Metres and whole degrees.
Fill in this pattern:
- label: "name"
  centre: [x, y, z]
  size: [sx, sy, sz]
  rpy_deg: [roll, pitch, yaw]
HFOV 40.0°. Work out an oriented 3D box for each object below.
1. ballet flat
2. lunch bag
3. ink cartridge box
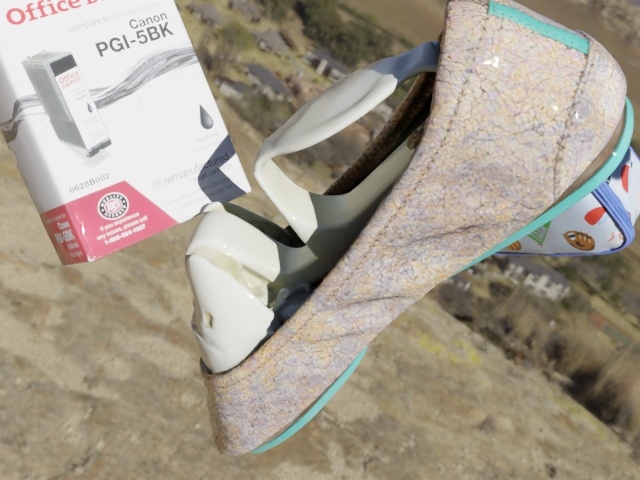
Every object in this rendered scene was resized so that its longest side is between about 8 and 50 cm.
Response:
- label: "ballet flat"
  centre: [0.000, 0.000, 0.427]
  size: [0.106, 0.316, 0.108]
  rpy_deg: [30, 37, -19]
- label: "lunch bag"
  centre: [0.233, -0.084, 1.095]
  size: [0.243, 0.115, 0.303]
  rpy_deg: [42, -26, -29]
- label: "ink cartridge box"
  centre: [-0.111, -0.067, 0.459]
  size: [0.099, 0.056, 0.135]
  rpy_deg: [-27, 99, -28]
